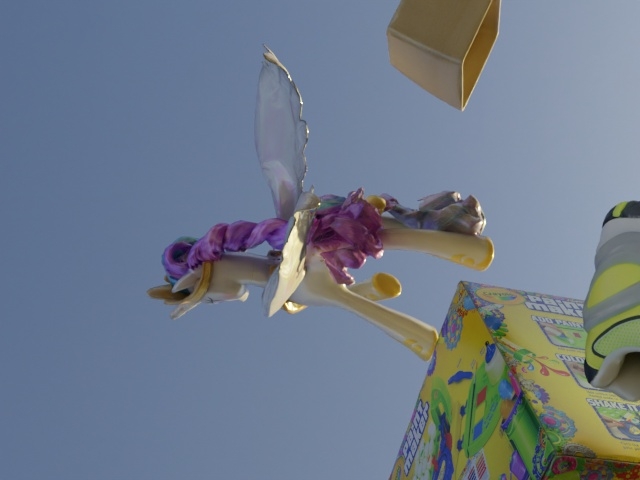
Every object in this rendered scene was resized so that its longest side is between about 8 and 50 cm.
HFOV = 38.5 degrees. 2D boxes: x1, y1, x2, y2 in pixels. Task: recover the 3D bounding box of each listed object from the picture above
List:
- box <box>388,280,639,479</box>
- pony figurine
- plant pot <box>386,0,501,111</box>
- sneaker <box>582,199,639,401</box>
[{"bbox_3d":[0.206,0.239,0.898,0.177,0.279,0.289,9,-64,-14],"label":"box"},{"bbox_3d":[0.000,0.000,1.056,0.364,0.351,0.302,8,-133,-14],"label":"pony figurine"},{"bbox_3d":[0.131,-0.223,0.998,0.096,0.109,0.109,21,-105,15],"label":"plant pot"},{"bbox_3d":[0.326,0.066,0.574,0.145,0.385,0.147,21,-96,-25],"label":"sneaker"}]
